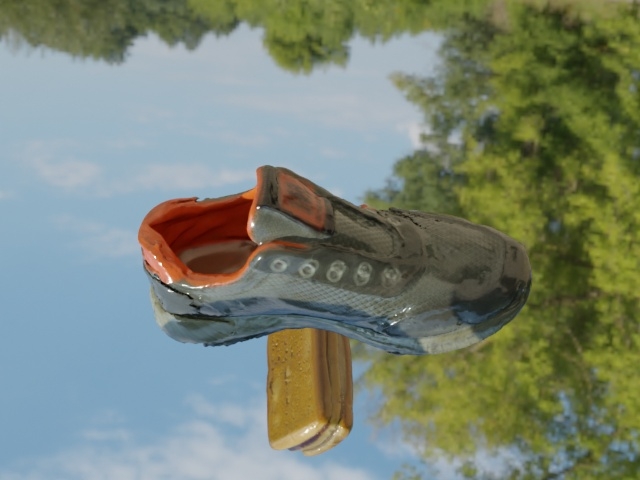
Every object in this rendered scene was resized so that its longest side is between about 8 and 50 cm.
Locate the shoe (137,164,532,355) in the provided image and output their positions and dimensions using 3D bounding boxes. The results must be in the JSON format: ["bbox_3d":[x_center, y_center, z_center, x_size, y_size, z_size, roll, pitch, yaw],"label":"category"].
[{"bbox_3d":[0.000,0.000,0.873,0.336,0.171,0.132,-2,-124,13],"label":"shoe"}]

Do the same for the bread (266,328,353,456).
[{"bbox_3d":[-0.013,0.174,1.365,0.077,0.116,0.200,20,-133,-27],"label":"bread"}]
